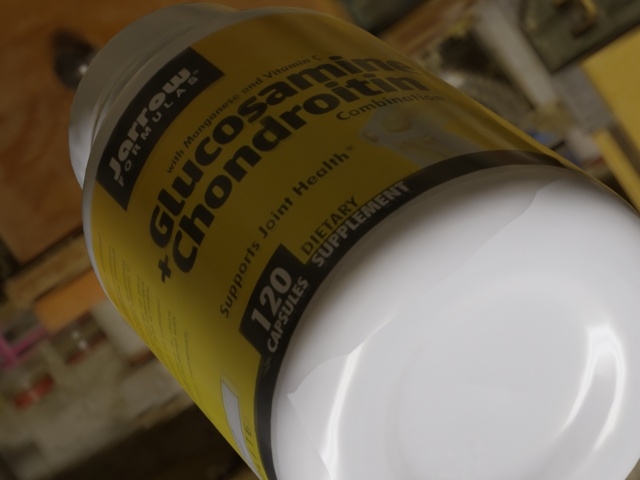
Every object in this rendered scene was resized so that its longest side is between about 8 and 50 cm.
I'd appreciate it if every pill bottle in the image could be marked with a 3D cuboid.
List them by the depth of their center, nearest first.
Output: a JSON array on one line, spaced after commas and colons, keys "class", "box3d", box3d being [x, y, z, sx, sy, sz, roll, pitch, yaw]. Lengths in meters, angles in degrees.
[{"class": "pill bottle", "box3d": [0.000, 0.000, 0.473, 0.103, 0.103, 0.184, -36, -145, -10]}]
